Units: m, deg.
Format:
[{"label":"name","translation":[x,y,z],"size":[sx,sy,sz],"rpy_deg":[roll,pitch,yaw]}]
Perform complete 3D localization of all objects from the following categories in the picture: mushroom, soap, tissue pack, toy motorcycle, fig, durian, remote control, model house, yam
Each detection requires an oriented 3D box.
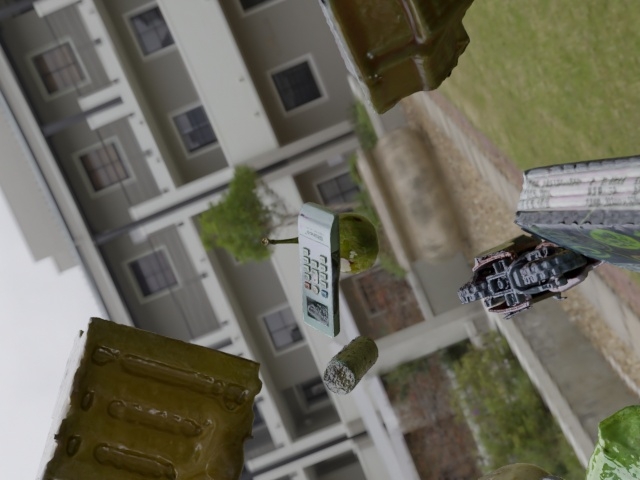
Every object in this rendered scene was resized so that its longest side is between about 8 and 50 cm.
[{"label":"mushroom","translation":[0.277,0.401,1.316],"size":[0.127,0.166,0.166],"rpy_deg":[64,-177,2]},{"label":"soap","translation":[-0.251,0.275,1.340],"size":[0.143,0.281,0.259],"rpy_deg":[-29,44,60]},{"label":"tissue pack","translation":[0.294,-0.016,0.722],"size":[0.235,0.173,0.073],"rpy_deg":[0,74,63]},{"label":"toy motorcycle","translation":[0.235,0.031,0.981],"size":[0.212,0.118,0.084],"rpy_deg":[146,107,-70]},{"label":"fig","translation":[0.009,-0.011,1.286],"size":[0.166,0.093,0.093],"rpy_deg":[23,-161,-16]},{"label":"durian","translation":[0.311,0.262,0.805],"size":[0.250,0.101,0.139],"rpy_deg":[67,165,-10]},{"label":"remote control","translation":[0.004,0.037,1.127],"size":[0.065,0.029,0.166],"rpy_deg":[23,124,43]},{"label":"model house","translation":[0.126,-0.355,1.334],"size":[0.173,0.239,0.268],"rpy_deg":[-94,-22,-58]},{"label":"yam","translation":[0.044,0.177,1.293],"size":[0.054,0.054,0.132],"rpy_deg":[68,-158,-3]}]

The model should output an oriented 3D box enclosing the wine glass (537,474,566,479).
[{"label":"wine glass","translation":[0.097,0.238,0.418],"size":[0.156,0.156,0.232],"rpy_deg":[40,-150,-82]}]
